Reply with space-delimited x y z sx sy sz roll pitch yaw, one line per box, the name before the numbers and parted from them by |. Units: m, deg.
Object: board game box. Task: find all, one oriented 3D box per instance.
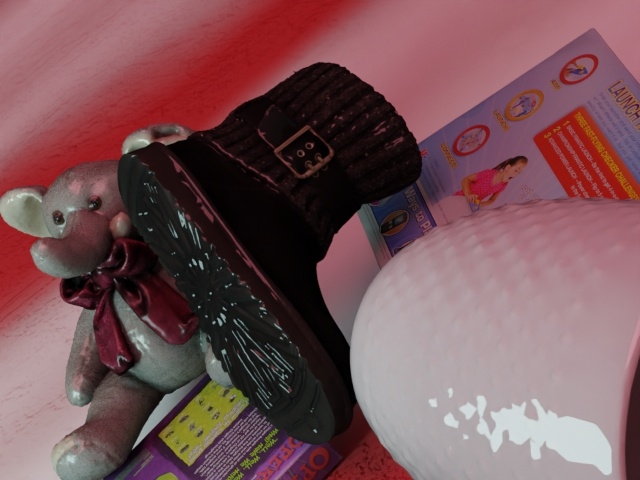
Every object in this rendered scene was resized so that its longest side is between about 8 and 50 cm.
board game box | -0.157 0.281 1.578 0.347 0.056 0.208 -45 30 -8
board game box | 0.202 -0.026 1.553 0.302 0.086 0.308 -33 34 9

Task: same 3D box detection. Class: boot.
boot | 0.001 -0.003 1.527 0.260 0.131 0.348 -24 70 -29

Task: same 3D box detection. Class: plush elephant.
plush elephant | -0.198 0.028 1.667 0.272 0.255 0.330 -32 21 27

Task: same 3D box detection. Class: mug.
mug | 0.181 0.149 1.241 0.328 0.276 0.374 9 88 50
